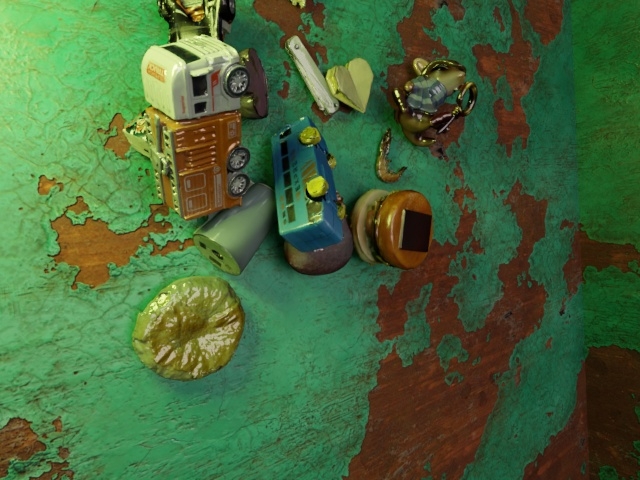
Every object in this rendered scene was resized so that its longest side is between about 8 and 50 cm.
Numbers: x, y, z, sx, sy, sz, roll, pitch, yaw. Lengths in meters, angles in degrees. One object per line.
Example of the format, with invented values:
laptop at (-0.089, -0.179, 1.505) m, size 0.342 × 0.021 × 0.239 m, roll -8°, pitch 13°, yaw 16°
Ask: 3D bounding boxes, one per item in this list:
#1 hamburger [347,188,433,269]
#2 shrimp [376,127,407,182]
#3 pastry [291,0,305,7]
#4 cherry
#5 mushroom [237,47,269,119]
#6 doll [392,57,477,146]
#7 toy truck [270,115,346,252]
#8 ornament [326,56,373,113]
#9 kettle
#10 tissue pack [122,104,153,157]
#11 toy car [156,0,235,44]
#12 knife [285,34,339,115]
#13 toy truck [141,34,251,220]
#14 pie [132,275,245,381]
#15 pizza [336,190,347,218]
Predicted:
hamburger at (0.236, -0.043, 1.395) m, size 0.290 × 0.225 × 0.291 m, roll -2°, pitch 92°, yaw -43°
shrimp at (0.273, -0.311, 1.533) m, size 0.147 × 0.035 × 0.195 m, roll 8°, pitch 93°, yaw -32°
pastry at (-0.144, -0.811, 1.213) m, size 0.258 × 0.089 × 0.122 m, roll 10°, pitch 72°, yaw -37°
cherry at (0.000, 0.000, 1.260) m, size 0.266 × 0.183 × 0.214 m, roll -31°, pitch 106°, yaw -36°
mushroom at (-0.211, -0.426, 1.144) m, size 0.141 × 0.117 × 0.188 m, roll -4°, pitch 84°, yaw -61°
doll at (0.421, -0.528, 1.531) m, size 0.318 × 0.209 × 0.340 m, roll 43°, pitch 65°, yaw -31°
toy truck at (-0.039, -0.166, 1.149) m, size 0.161 × 0.162 × 0.385 m, roll 44°, pitch 32°, yaw -54°
ornament at (0.113, -0.514, 1.384) m, size 0.201 × 0.059 × 0.180 m, roll -39°, pitch 111°, yaw -39°
kettle at (-0.236, -0.059, 1.139) m, size 0.210 × 0.160 × 0.243 m, roll 35°, pitch 61°, yaw 0°
tissue pack at (-0.392, -0.291, 1.024) m, size 0.170 × 0.103 × 0.090 m, roll -53°, pitch 154°, yaw -24°
toy car at (-0.317, -0.514, 1.057) m, size 0.193 × 0.118 × 0.302 m, roll 1°, pitch 92°, yaw 6°
knife at (-0.028, -0.525, 1.320) m, size 0.073 × 0.040 × 0.266 m, roll -45°, pitch 114°, yaw -25°
toy truck at (-0.290, -0.247, 0.942) m, size 0.206 × 0.173 × 0.388 m, roll -29°, pitch 141°, yaw -38°
pie at (-0.337, 0.235, 1.099) m, size 0.306 × 0.071 × 0.307 m, roll -4°, pitch 96°, yaw -35°
pizza at (0.008, -0.149, 1.340) m, size 0.127 × 0.058 × 0.246 m, roll -42°, pitch 115°, yaw -28°
